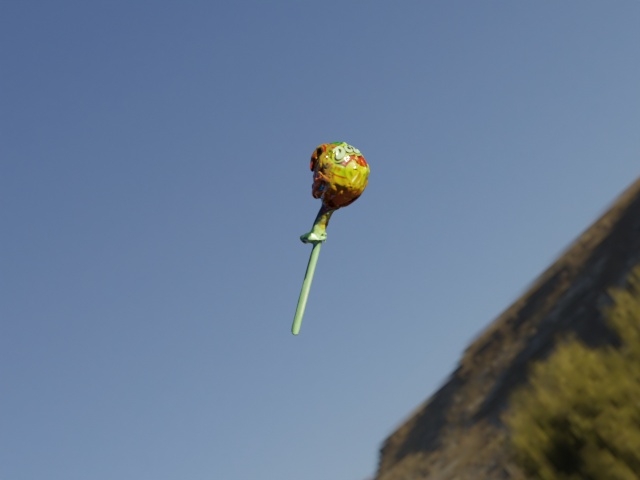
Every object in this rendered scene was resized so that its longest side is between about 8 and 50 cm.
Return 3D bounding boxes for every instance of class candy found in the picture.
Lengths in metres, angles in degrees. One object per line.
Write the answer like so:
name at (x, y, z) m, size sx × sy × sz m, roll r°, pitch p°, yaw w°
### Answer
candy at (0.000, 0.000, 1.476) m, size 0.060 × 0.060 × 0.201 m, roll -11°, pitch -60°, yaw -63°
